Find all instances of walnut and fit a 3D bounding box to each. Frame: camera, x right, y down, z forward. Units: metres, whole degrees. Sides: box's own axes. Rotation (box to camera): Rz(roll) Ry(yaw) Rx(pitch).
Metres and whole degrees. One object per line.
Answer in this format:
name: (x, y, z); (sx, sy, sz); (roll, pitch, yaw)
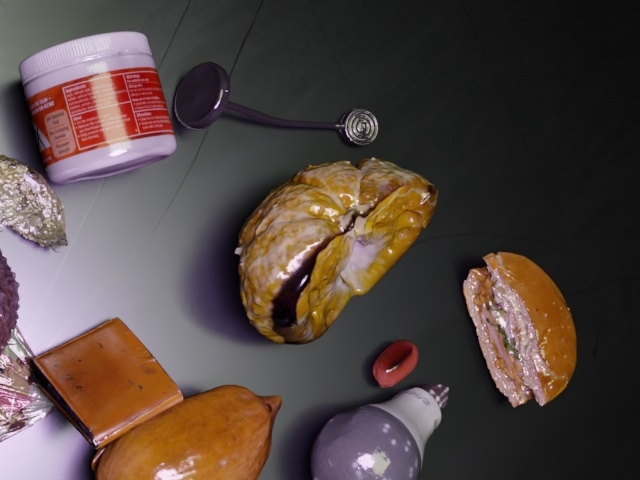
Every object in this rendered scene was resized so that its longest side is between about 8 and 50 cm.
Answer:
walnut: (-0.187, 0.329, 1.814); (0.336, 0.209, 0.209); (-29, 97, -28)

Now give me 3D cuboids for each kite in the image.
kite: (-0.505, 0.211, 1.771); (0.268, 0.013, 0.323); (22, 74, -24)

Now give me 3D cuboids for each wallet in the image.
wallet: (-0.318, 0.213, 1.784); (0.161, 0.195, 0.042); (-28, 142, -30)

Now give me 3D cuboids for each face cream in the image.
face cream: (-0.334, -0.196, 1.804); (0.201, 0.201, 0.187); (-16, 91, -28)

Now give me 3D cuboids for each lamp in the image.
lamp: (0.120, 0.325, 1.983); (0.314, 0.182, 0.182); (-38, 101, -27)
lamp: (-0.052, -0.205, 2.002); (0.371, 0.108, 0.130); (14, 81, -25)

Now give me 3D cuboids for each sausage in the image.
sausage: (0.130, 0.213, 2.073); (0.094, 0.059, 0.054); (-41, 146, -25)

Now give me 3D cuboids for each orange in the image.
orange: (0.000, 0.000, 1.940); (0.210, 0.271, 0.369); (36, 61, 28)

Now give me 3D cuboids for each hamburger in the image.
hamburger: (0.376, 0.146, 2.159); (0.157, 0.144, 0.283); (-20, 91, -28)

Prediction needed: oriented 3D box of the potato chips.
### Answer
potato chips: (-0.492, -0.037, 1.800); (0.220, 0.029, 0.202); (-5, 83, -26)

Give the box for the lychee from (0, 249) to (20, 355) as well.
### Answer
lychee: (-0.551, 0.087, 1.618); (0.300, 0.300, 0.300); (4, 82, -27)
